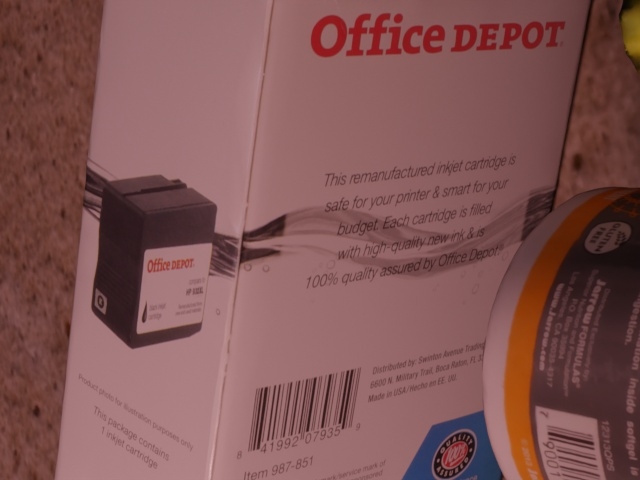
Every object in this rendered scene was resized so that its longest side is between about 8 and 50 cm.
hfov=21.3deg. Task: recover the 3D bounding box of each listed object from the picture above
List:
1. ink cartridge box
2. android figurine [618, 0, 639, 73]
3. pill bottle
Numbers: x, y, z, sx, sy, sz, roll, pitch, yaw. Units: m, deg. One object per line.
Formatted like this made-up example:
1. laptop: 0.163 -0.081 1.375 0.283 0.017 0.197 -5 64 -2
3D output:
1. ink cartridge box: 0.000 0.000 0.858 0.129 0.223 0.307 25 113 42
2. android figurine: 0.244 -0.143 0.671 0.273 0.056 0.248 -6 102 33
3. pill bottle: 0.216 0.066 0.690 0.278 0.162 0.162 7 102 45
